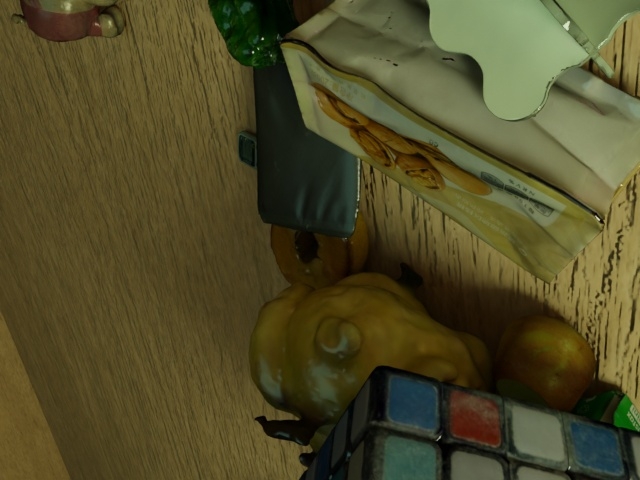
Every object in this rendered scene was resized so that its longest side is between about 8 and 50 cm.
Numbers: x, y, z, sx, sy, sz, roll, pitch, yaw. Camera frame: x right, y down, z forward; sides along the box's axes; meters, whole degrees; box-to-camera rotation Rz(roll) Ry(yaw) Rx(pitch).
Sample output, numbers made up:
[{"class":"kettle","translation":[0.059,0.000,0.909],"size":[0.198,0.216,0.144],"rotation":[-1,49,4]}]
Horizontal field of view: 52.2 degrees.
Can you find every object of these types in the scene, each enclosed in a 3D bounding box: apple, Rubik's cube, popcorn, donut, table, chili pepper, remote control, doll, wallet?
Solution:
[{"class":"apple","translation":[0.237,0.136,0.708],"size":[0.102,0.099,0.114],"rotation":[34,152,19]},{"class":"Rubik's cube","translation":[0.124,0.322,0.555],"size":[0.292,0.293,0.286],"rotation":[16,137,-5]},{"class":"popcorn","translation":[0.056,0.156,0.809],"size":[0.298,0.280,0.316],"rotation":[32,163,-7]},{"class":"donut","translation":[0.000,0.000,0.908],"size":[0.162,0.066,0.178],"rotation":[48,142,21]},{"class":"table","translation":[0.151,-0.208,0.498],"size":[0.198,0.167,0.166],"rotation":[57,143,17]},{"class":"chili pepper","translation":[-0.093,-0.314,0.755],"size":[0.099,0.084,0.253],"rotation":[-24,80,45]},{"class":"remote control","translation":[-0.074,-0.117,0.945],"size":[0.125,0.018,0.053],"rotation":[30,133,31]},{"class":"doll","translation":[-0.395,-0.429,0.984],"size":[0.196,0.152,0.255],"rotation":[11,145,6]},{"class":"wallet","translation":[-0.014,-0.131,0.806],"size":[0.169,0.052,0.245],"rotation":[12,107,37]}]

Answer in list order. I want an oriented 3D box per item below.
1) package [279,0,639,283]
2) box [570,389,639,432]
[{"class":"package","translation":[0.144,-0.123,0.624],"size":[0.311,0.165,0.221],"rotation":[35,172,16]},{"class":"box","translation":[0.278,0.284,0.761],"size":[0.180,0.103,0.250],"rotation":[57,143,2]}]
